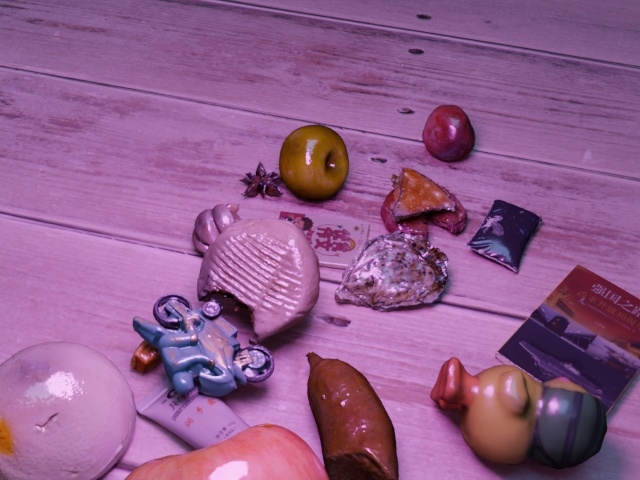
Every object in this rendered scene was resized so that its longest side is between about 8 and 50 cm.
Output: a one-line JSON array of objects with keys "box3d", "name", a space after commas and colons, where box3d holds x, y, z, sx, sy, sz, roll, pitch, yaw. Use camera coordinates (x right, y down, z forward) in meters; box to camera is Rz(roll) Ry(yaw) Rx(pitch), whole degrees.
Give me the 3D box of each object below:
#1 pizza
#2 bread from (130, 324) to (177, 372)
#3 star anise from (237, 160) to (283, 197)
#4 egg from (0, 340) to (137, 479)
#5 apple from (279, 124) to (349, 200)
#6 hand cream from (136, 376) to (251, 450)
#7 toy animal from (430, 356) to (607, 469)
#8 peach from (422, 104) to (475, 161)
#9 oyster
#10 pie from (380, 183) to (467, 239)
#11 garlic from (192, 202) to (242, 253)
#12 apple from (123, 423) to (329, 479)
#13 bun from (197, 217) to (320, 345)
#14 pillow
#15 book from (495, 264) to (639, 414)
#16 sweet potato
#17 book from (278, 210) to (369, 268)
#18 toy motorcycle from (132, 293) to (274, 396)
[{"box3d": [0.231, -0.095, 2.046, 0.185, 0.052, 0.195, 37, 48, 18], "name": "pizza"}, {"box3d": [-0.352, 0.226, 1.760, 0.053, 0.074, 0.132, 38, 54, 8], "name": "bread"}, {"box3d": [-0.156, -0.163, 2.153, 0.124, 0.056, 0.129, -2, 47, -5], "name": "star anise"}, {"box3d": [-0.519, 0.309, 1.582, 0.337, 0.201, 0.337, 2, 47, -3], "name": "egg"}, {"box3d": [-0.020, -0.201, 2.115, 0.157, 0.196, 0.196, 9, 42, 37], "name": "apple"}, {"box3d": [-0.219, 0.365, 1.634, 0.314, 0.089, 0.139, 26, 55, 32], "name": "hand cream"}, {"box3d": [0.389, 0.350, 1.618, 0.338, 0.216, 0.191, 15, 74, 5], "name": "toy animal"}, {"box3d": [0.365, -0.289, 2.259, 0.152, 0.152, 0.152, 2, 46, -2], "name": "peach"}, {"box3d": [0.171, 0.074, 1.929, 0.267, 0.112, 0.198, 9, 67, -6], "name": "oyster"}, {"box3d": [0.261, -0.072, 2.098, 0.218, 0.054, 0.204, -28, 54, -27], "name": "pie"}, {"box3d": [-0.235, 0.004, 1.959, 0.131, 0.127, 0.194, -29, 61, 26], "name": "garlic"}, {"box3d": [-0.157, 0.496, 1.318, 0.391, 0.391, 0.347, -13, 75, -15], "name": "apple"}, {"box3d": [-0.122, 0.077, 1.817, 0.281, 0.205, 0.282, -1, 86, 8], "name": "bun"}, {"box3d": [0.465, -0.019, 2.064, 0.141, 0.055, 0.208, 27, 51, 10], "name": "pillow"}, {"box3d": [0.606, 0.223, 1.860, 0.262, 0.028, 0.374, 33, 53, 27], "name": "book"}, {"box3d": [0.058, 0.351, 1.619, 0.157, 0.158, 0.370, -6, 42, -10], "name": "sweet potato"}, {"box3d": [0.000, 0.000, 2.033, 0.231, 0.022, 0.162, 7, 47, 4], "name": "book"}, {"box3d": [-0.253, 0.228, 1.684, 0.296, 0.109, 0.198, 35, 49, 19], "name": "toy motorcycle"}]
